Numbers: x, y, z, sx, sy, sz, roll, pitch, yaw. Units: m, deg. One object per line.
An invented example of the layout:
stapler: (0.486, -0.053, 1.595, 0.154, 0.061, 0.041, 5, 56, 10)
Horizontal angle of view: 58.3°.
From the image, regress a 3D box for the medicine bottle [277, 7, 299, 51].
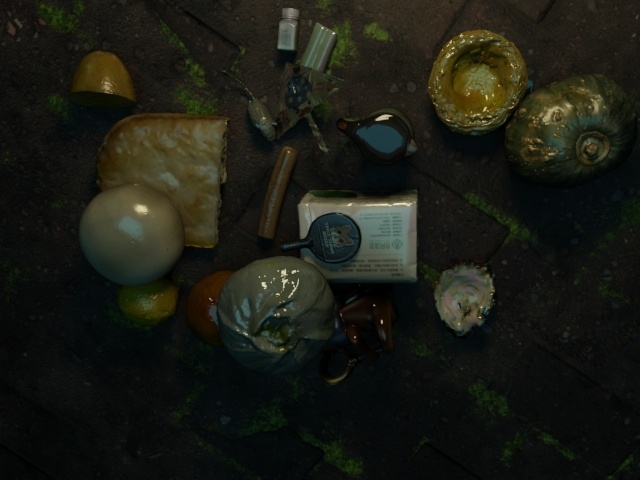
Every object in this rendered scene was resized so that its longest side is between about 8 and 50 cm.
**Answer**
medicine bottle: (-0.092, -0.615, 1.681, 0.055, 0.074, 0.118, 8, 105, 7)

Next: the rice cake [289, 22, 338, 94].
rice cake: (-0.018, -0.528, 1.709, 0.080, 0.042, 0.222, 25, 105, 7)

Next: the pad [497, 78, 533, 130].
pad: (0.548, -0.401, 1.679, 0.112, 0.003, 0.157, 13, 105, 5)

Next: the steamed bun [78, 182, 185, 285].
steamed bun: (-0.573, -0.009, 1.737, 0.324, 0.206, 0.324, 4, 121, 7)

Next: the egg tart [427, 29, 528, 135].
egg tart: (0.440, -0.442, 1.624, 0.288, 0.118, 0.288, 2, 102, 7)

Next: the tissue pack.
tissue pack: (0.116, -0.014, 1.732, 0.356, 0.194, 0.266, 0, 104, 9)

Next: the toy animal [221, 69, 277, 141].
toy animal: (-0.207, -0.415, 1.742, 0.070, 0.079, 0.253, -33, 99, -8)

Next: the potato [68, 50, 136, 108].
potato: (-0.662, -0.497, 1.755, 0.203, 0.178, 0.158, 5, 89, 32)

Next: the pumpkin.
pumpkin: (0.664, -0.293, 1.557, 0.327, 0.257, 0.292, -13, 113, 4)

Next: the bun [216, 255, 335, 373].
bun: (-0.121, 0.224, 1.621, 0.361, 0.211, 0.362, -5, 114, -11)

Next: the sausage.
sausage: (-0.137, -0.149, 1.804, 0.065, 0.066, 0.301, 18, 103, 4)

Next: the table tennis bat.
table tennis bat: (0.000, 0.000, 1.642, 0.236, 0.027, 0.150, -9, 103, 9)

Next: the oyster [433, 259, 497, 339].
oyster: (0.454, 0.189, 1.791, 0.198, 0.092, 0.260, -4, 93, 9)

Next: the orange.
orange: (-0.301, 0.219, 1.820, 0.264, 0.264, 0.264, 2, 103, 8)

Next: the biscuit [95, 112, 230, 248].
biscuit: (-0.492, -0.187, 1.816, 0.446, 0.104, 0.429, 3, 113, 6)

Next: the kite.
kite: (-0.047, -0.390, 1.691, 0.335, 0.011, 0.314, -32, 76, 41)

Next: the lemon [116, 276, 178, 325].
lemon: (-0.567, 0.193, 1.889, 0.193, 0.180, 0.181, -8, 102, 5)

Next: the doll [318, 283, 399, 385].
doll: (0.092, 0.272, 1.818, 0.339, 0.209, 0.318, -18, 68, 10)

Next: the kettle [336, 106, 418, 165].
kettle: (0.158, -0.299, 1.629, 0.240, 0.255, 0.165, 18, 107, 4)
